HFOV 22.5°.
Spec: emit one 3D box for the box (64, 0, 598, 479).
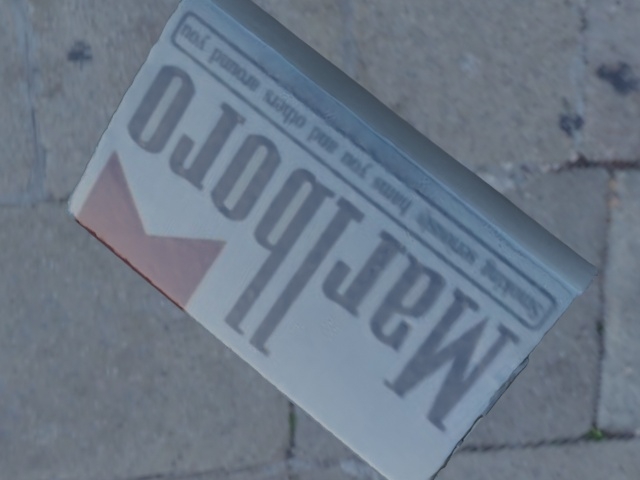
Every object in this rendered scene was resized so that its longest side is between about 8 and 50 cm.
[{"bbox_3d":[0.000,0.000,0.594,0.177,0.036,0.115,39,121,8],"label":"box"}]
